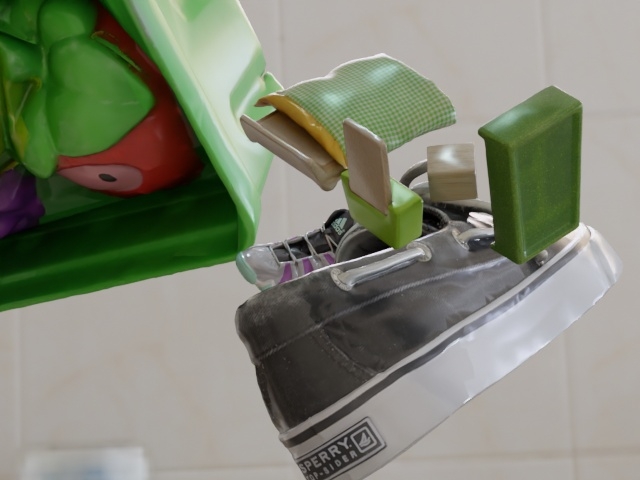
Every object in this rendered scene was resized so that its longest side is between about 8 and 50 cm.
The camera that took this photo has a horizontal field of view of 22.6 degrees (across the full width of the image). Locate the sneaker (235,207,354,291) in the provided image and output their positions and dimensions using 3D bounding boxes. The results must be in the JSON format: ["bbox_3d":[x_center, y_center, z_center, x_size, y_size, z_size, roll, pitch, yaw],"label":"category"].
[{"bbox_3d":[0.000,0.000,0.960,0.098,0.038,0.069,4,-48,-43],"label":"sneaker"}]

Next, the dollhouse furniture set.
[{"bbox_3d":[0.033,-0.050,0.624,0.076,0.058,0.152,-30,43,-24],"label":"dollhouse furniture set"}]

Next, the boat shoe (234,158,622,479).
[{"bbox_3d":[0.052,0.022,0.778,0.113,0.105,0.306,-34,-4,35],"label":"boat shoe"}]

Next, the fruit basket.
[{"bbox_3d":[-0.249,-0.064,1.116,0.392,0.283,0.392,-24,21,10],"label":"fruit basket"}]
